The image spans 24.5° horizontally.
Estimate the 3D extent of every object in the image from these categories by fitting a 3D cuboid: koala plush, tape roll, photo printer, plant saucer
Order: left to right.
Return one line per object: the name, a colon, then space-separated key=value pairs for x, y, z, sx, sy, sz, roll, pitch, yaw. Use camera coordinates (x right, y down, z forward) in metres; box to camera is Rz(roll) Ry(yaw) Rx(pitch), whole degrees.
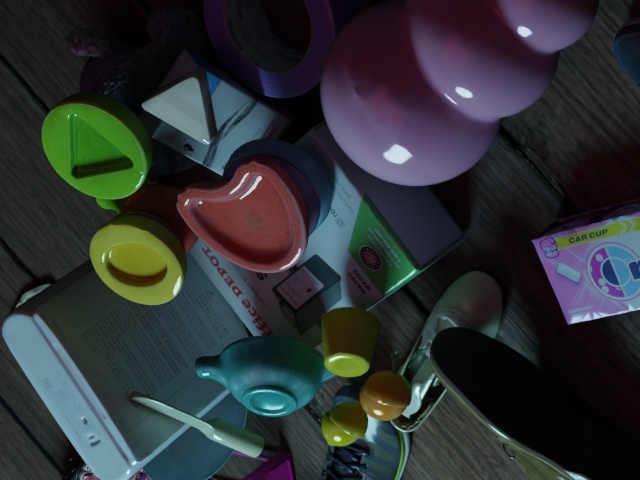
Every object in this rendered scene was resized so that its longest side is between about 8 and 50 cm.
koala plush: x=-0.238 y=-0.188 z=1.861 sx=0.221 sy=0.203 sz=0.196 roll=36 pitch=159 yaw=53
photo printer: x=-0.232 y=0.131 z=1.919 sx=0.107 sy=0.307 sz=0.256 roll=-28 pitch=98 yaw=43
plant saucer: x=-0.173 y=0.259 z=2.068 sx=0.195 sy=0.037 sz=0.195 roll=-16 pitch=58 yaw=28
tape roll: x=-0.040 y=-0.268 z=1.728 sx=0.189 sy=0.080 sz=0.189 roll=17 pitch=122 yaw=29

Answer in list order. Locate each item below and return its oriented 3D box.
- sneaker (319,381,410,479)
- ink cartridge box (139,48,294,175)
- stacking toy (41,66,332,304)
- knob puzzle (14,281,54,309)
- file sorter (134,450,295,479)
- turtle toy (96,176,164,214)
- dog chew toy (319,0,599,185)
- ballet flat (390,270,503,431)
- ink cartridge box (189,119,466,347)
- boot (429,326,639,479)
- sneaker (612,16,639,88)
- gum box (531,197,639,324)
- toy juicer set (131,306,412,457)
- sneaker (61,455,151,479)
sneaker: x=0.041 y=0.324 z=1.937 sx=0.111 sy=0.121 sz=0.300 roll=17 pitch=121 yaw=29
ink cartridge box: x=-0.113 y=-0.138 z=1.770 sx=0.104 sy=0.180 sz=0.060 roll=-56 pitch=34 yaw=10
stacking toy: x=-0.151 y=-0.086 z=1.695 sx=0.309 sy=0.130 sz=0.279 roll=-11 pitch=120 yaw=31
knob puzzle: x=-0.408 y=0.154 z=2.251 sx=0.213 sy=0.030 sz=0.213 roll=17 pitch=122 yaw=30
file sorter: x=-0.150 y=0.459 z=2.101 sx=0.182 sy=0.202 sz=0.290 roll=8 pitch=116 yaw=38
turtle toy: x=-0.265 y=-0.073 z=2.004 sx=0.130 sy=0.066 sz=0.095 roll=-7 pitch=131 yaw=41
dog chew toy: x=0.154 y=-0.202 z=1.547 sx=0.332 sy=0.206 sz=0.206 roll=-38 pitch=87 yaw=34
ballet flat: x=0.145 y=0.143 z=1.796 sx=0.086 sy=0.086 sz=0.248 roll=38 pitch=129 yaw=16
ink cartridge box: x=0.000 y=0.000 z=1.804 sx=0.211 sy=0.121 sz=0.289 roll=53 pitch=132 yaw=2
boot: x=0.237 y=0.224 z=1.734 sx=0.305 sy=0.112 sz=0.115 roll=39 pitch=143 yaw=-2
sneaker: x=0.357 y=-0.127 z=1.447 sx=0.226 sy=0.163 sz=0.086 roll=40 pitch=132 yaw=16
gum box: x=0.338 y=0.016 z=1.598 sx=0.188 sy=0.062 sz=0.107 roll=-16 pitch=102 yaw=41
toy juicer set: x=-0.039 y=0.181 z=1.812 sx=0.329 sy=0.089 sz=0.209 roll=-17 pitch=138 yaw=27
sneaker: x=-0.344 y=0.362 z=2.258 sx=0.299 sy=0.121 sz=0.112 roll=-59 pitch=42 yaw=31
